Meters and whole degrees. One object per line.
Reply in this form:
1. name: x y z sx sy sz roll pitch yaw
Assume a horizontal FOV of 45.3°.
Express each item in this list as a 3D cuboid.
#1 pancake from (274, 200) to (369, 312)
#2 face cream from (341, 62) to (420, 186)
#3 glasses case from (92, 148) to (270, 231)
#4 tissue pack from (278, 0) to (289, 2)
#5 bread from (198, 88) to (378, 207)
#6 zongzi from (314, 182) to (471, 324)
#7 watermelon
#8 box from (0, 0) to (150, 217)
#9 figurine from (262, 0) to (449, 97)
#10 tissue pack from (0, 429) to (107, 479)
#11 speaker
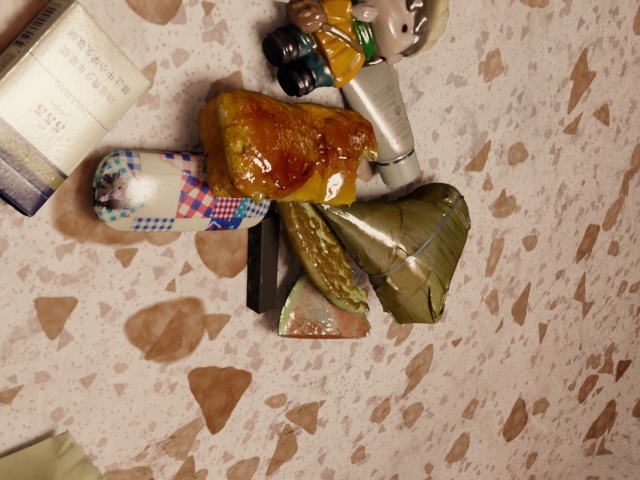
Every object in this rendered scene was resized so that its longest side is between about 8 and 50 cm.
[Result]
1. pancake: -0.005 0.002 1.434 0.377 0.054 0.197 62 26 -26
2. face cream: 0.112 -0.250 1.455 0.143 0.089 0.314 -37 124 -24
3. glasses case: -0.209 -0.078 1.228 0.327 0.076 0.125 -2 108 -44
4. tissue pack: -0.100 -0.430 1.099 0.229 0.159 0.145 4 108 -45
5. bread: -0.030 -0.143 1.284 0.380 0.109 0.185 -2 74 -50
6. zongzi: 0.147 -0.055 1.528 0.360 0.160 0.323 45 48 -26
7. watermelon: 0.003 0.123 1.531 0.231 0.128 0.146 16 71 -60
8. box: -0.371 -0.177 1.028 0.259 0.071 0.168 -51 136 -12
9. figurine: 0.063 -0.368 1.307 0.332 0.204 0.185 -27 105 -1
10. tissue pack: -0.502 0.506 1.140 0.380 0.207 0.297 -17 122 -37
11. speaker: -0.106 0.039 1.414 0.046 0.040 0.191 -17 120 -40
